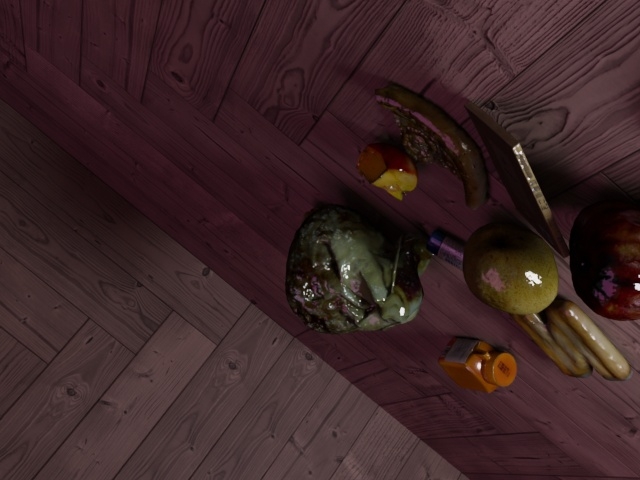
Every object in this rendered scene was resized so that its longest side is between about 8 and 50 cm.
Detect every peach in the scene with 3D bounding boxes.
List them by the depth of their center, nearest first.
[{"bbox_3d":[0.164,-0.169,1.914,0.151,0.119,0.151,6,153,3],"label":"peach"}]

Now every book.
[{"bbox_3d":[0.400,-0.123,1.627,0.310,0.021,0.217,55,-175,-35],"label":"book"}]

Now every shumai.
[{"bbox_3d":[0.127,0.116,2.202,0.348,0.395,0.395,19,151,42],"label":"shumai"}]

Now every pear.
[{"bbox_3d":[0.434,0.062,1.847,0.228,0.188,0.211,17,157,41],"label":"pear"}]

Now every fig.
[{"bbox_3d":[0.593,0.046,1.556,0.263,0.224,0.224,39,158,-20],"label":"fig"}]

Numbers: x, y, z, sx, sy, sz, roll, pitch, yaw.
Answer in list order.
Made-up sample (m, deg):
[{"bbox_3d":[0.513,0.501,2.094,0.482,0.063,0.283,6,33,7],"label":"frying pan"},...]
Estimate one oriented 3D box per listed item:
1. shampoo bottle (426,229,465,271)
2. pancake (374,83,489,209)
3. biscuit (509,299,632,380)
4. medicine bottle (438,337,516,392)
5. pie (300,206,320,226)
[{"bbox_3d":[0.365,0.042,2.094,0.183,0.050,0.087,32,154,16],"label":"shampoo bottle"},{"bbox_3d":[0.250,-0.206,1.789,0.376,0.054,0.197,45,157,-13],"label":"pancake"},{"bbox_3d":[0.645,0.257,2.073,0.290,0.062,0.237,44,157,-14],"label":"biscuit"},{"bbox_3d":[0.492,0.388,2.484,0.149,0.112,0.222,48,155,-22],"label":"medicine bottle"},{"bbox_3d":[0.000,0.000,2.403,0.084,0.205,0.179,-17,139,16],"label":"pie"}]
